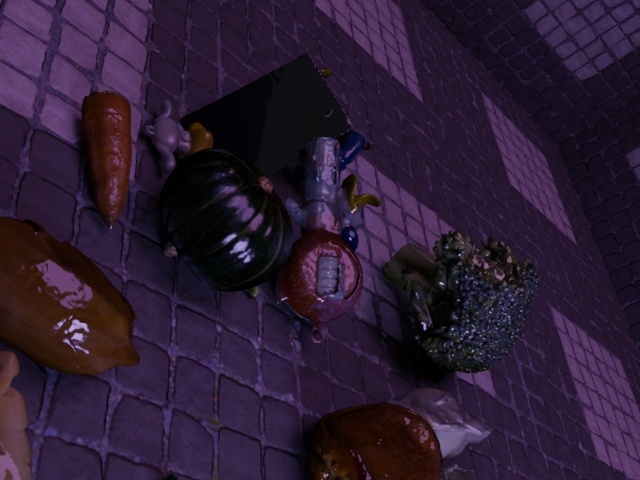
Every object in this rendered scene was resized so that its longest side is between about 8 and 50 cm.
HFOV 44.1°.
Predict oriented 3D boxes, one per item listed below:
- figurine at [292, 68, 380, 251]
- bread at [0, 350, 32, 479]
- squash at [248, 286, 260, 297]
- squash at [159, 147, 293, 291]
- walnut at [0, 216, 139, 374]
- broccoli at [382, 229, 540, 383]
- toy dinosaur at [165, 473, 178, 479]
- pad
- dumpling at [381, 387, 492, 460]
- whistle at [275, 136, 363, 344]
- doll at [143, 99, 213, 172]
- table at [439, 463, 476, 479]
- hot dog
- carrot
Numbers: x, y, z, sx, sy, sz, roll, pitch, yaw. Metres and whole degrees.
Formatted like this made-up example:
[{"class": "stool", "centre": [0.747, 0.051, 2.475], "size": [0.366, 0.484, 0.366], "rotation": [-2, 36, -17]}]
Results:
[{"class": "figurine", "centre": [-0.001, -0.135, 1.517], "size": [0.283, 0.205, 0.338], "rotation": [-16, 87, -68]}, {"class": "bread", "centre": [-0.318, 0.237, 0.643], "size": [0.173, 0.121, 0.311], "rotation": [12, 52, -49]}, {"class": "squash", "centre": [-0.111, 0.050, 1.249], "size": [0.027, 0.027, 0.089], "rotation": [23, 49, -47]}, {"class": "squash", "centre": [-0.138, -0.030, 1.135], "size": [0.218, 0.172, 0.218], "rotation": [36, 30, -25]}, {"class": "walnut", "centre": [-0.297, 0.064, 0.850], "size": [0.245, 0.137, 0.137], "rotation": [45, 31, -15]}, {"class": "broccoli", "centre": [0.279, 0.122, 1.552], "size": [0.318, 0.277, 0.338], "rotation": [30, 25, -8]}, {"class": "toy dinosaur", "centre": [-0.009, 0.471, 0.931], "size": [0.301, 0.087, 0.447], "rotation": [14, 44, -53]}, {"class": "pad", "centre": [-0.089, -0.201, 1.366], "size": [0.159, 0.265, 0.009], "rotation": [59, -16, 1]}, {"class": "dumpling", "centre": [0.206, 0.318, 1.358], "size": [0.229, 0.151, 0.124], "rotation": [29, 66, -43]}, {"class": "whistle", "centre": [0.001, 0.000, 1.307], "size": [0.133, 0.142, 0.346], "rotation": [105, -12, -77]}, {"class": "doll", "centre": [-0.223, -0.153, 1.243], "size": [0.113, 0.071, 0.135], "rotation": [37, 38, -19]}, {"class": "table", "centre": [0.217, 0.427, 1.326], "size": [0.062, 0.083, 0.079], "rotation": [27, 42, -44]}, {"class": "hot dog", "centre": [0.082, 0.335, 1.174], "size": [0.272, 0.122, 0.196], "rotation": [-1, 64, -62]}, {"class": "carrot", "centre": [-0.295, -0.105, 1.089], "size": [0.072, 0.072, 0.205], "rotation": [24, 50, -46]}]
